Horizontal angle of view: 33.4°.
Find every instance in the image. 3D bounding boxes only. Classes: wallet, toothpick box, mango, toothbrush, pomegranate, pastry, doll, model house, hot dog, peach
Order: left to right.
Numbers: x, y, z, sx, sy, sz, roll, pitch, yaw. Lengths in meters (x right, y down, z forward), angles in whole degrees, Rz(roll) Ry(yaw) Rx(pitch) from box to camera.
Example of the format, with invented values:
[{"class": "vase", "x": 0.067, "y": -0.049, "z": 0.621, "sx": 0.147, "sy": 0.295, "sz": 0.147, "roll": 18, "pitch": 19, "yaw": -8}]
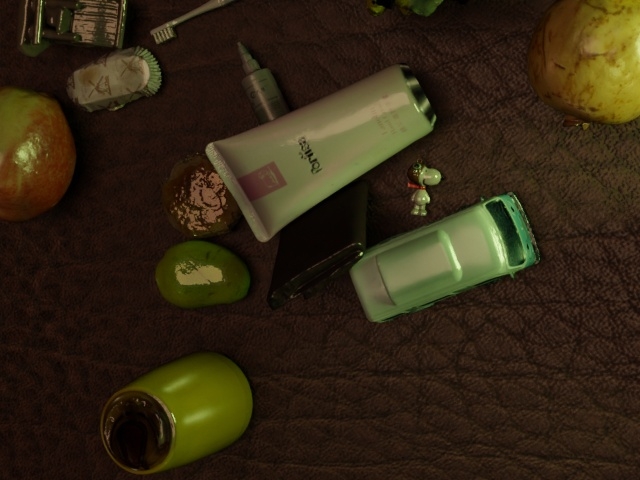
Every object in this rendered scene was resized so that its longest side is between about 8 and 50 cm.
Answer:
[{"class": "peach", "x": -0.540, "y": -0.166, "z": 1.875, "sx": 0.232, "sy": 0.257, "sz": 0.232, "roll": 14, "pitch": 140, "yaw": 12}, {"class": "model house", "x": -0.416, "y": -0.423, "z": 1.851, "sx": 0.188, "sy": 0.122, "sz": 0.229, "roll": 9, "pitch": 94, "yaw": 18}, {"class": "hot dog", "x": -0.368, "y": -0.282, "z": 1.879, "sx": 0.192, "sy": 0.053, "sz": 0.099, "roll": -14, "pitch": 87, "yaw": 24}, {"class": "toothpick box", "x": -0.239, "y": 0.285, "z": 1.746, "sx": 0.174, "sy": 0.271, "sz": 0.175, "roll": 1, "pitch": 94, "yaw": 21}, {"class": "mango", "x": -0.202, "y": 0.056, "z": 1.822, "sx": 0.163, "sy": 0.089, "sz": 0.117, "roll": -9, "pitch": 86, "yaw": 9}, {"class": "pastry", "x": -0.197, "y": -0.074, "z": 1.810, "sx": 0.153, "sy": 0.081, "sz": 0.153, "roll": 0, "pitch": 89, "yaw": 21}, {"class": "toothbrush", "x": -0.144, "y": -0.411, "z": 1.799, "sx": 0.342, "sy": 0.025, "sz": 0.030, "roll": -22, "pitch": 92, "yaw": 21}, {"class": "wallet", "x": 0.000, "y": 0.000, "z": 1.677, "sx": 0.182, "sy": 0.229, "sz": 0.049, "roll": -32, "pitch": 114, "yaw": 21}, {"class": "doll", "x": 0.158, "y": -0.084, "z": 1.699, "sx": 0.058, "sy": 0.040, "sz": 0.085, "roll": 27, "pitch": 102, "yaw": 7}, {"class": "pomegranate", "x": 0.398, "y": -0.254, "z": 1.502, "sx": 0.215, "sy": 0.215, "sz": 0.215, "roll": 1, "pitch": 94, "yaw": 21}]

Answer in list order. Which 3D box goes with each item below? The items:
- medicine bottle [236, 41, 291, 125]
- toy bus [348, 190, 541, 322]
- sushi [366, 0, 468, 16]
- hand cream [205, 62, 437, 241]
[{"class": "medicine bottle", "x": -0.094, "y": -0.243, "z": 1.773, "sx": 0.057, "sy": 0.057, "sz": 0.199, "roll": -28, "pitch": 83, "yaw": 20}, {"class": "toy bus", "x": 0.184, "y": 0.029, "z": 1.626, "sx": 0.271, "sy": 0.164, "sz": 0.133, "roll": -23, "pitch": 85, "yaw": 21}, {"class": "sushi", "x": 0.159, "y": -0.467, "z": 1.545, "sx": 0.328, "sy": 0.285, "sz": 0.329, "roll": -41, "pitch": 74, "yaw": -11}, {"class": "hand cream", "x": 0.008, "y": -0.151, "z": 1.688, "sx": 0.358, "sy": 0.118, "sz": 0.186, "roll": -28, "pitch": 104, "yaw": 14}]
